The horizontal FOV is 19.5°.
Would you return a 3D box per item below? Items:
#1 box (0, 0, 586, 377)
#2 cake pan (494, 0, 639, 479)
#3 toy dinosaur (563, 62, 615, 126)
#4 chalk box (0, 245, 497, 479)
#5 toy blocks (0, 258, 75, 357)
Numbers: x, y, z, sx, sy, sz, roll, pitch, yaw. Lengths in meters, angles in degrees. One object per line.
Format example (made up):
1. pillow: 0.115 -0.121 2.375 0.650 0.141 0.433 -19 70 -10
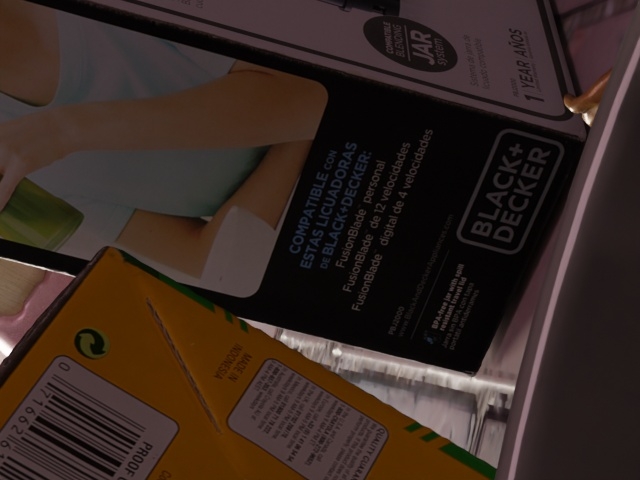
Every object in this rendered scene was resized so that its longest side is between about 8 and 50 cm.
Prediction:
1. box: -0.080 -0.073 0.554 0.169 0.289 0.087 -94 22 -57
2. cake pan: 0.088 0.027 0.197 0.293 0.054 0.293 -165 90 -79
3. toy dinosaur: 0.092 -0.081 0.355 0.112 0.064 0.212 -140 55 -59
4. chalk box: -0.054 0.135 0.480 0.132 0.132 0.213 -56 -7 -44
5. toy blocks: -0.094 -0.097 0.958 0.309 0.260 0.288 -52 42 -1
